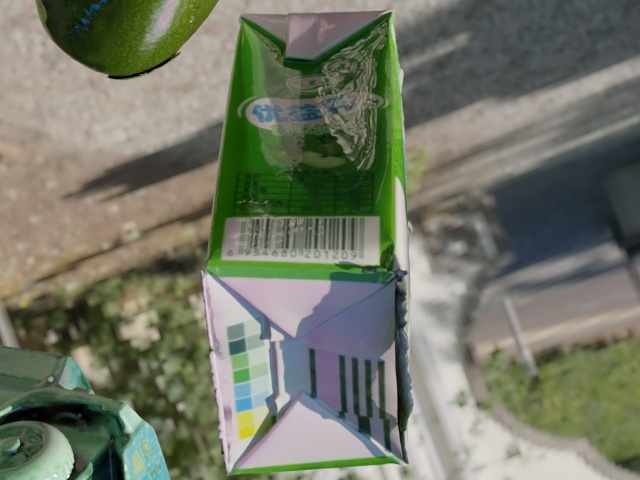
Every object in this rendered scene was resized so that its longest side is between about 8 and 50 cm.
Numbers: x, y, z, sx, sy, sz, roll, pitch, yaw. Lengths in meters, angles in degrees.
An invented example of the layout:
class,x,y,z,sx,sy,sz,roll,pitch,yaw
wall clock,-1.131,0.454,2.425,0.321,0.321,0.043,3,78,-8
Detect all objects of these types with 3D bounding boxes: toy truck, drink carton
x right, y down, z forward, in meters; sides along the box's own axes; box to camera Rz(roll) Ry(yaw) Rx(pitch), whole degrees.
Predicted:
class,x,y,z,sx,sy,sz,roll,pitch,yaw
toy truck,-0.222,0.153,1.123,0.279,0.155,0.156,6,-146,28
drink carton,0.000,0.000,1.010,0.108,0.161,0.271,0,-142,3

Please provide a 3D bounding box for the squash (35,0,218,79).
class,x,y,z,sx,sy,sz,roll,pitch,yaw
squash,-0.046,-0.164,0.624,0.087,0.087,0.331,-18,156,-29
